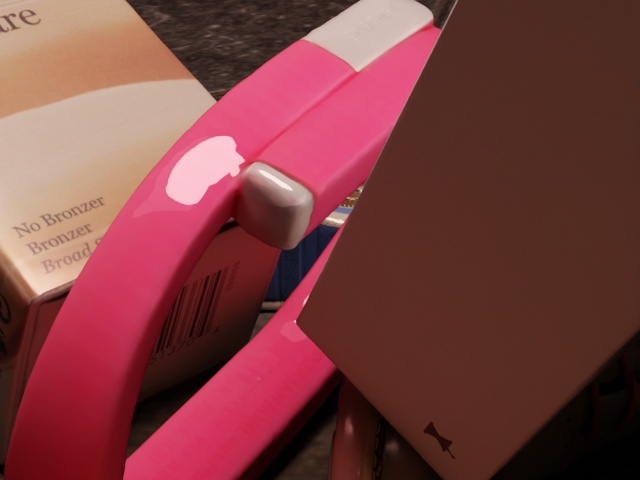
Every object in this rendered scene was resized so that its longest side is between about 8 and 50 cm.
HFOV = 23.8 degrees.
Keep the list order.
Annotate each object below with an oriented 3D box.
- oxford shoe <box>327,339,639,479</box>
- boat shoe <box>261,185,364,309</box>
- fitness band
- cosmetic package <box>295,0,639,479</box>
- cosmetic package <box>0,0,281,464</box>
[{"bbox_3d":[0.107,0.035,0.645,0.130,0.123,0.348,12,30,21],"label":"oxford shoe"},{"bbox_3d":[0.000,0.000,0.825,0.183,0.066,0.066,9,21,8],"label":"boat shoe"},{"bbox_3d":[-0.015,0.019,0.603,0.054,0.209,0.291,30,38,15],"label":"fitness band"},{"bbox_3d":[0.157,-0.101,0.420,0.097,0.377,0.284,44,61,10],"label":"cosmetic package"},{"bbox_3d":[-0.165,-0.059,0.743,0.153,0.129,0.296,-25,61,-35],"label":"cosmetic package"}]
